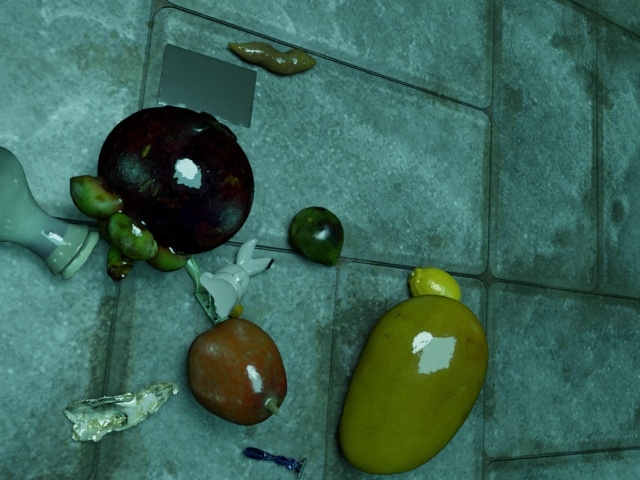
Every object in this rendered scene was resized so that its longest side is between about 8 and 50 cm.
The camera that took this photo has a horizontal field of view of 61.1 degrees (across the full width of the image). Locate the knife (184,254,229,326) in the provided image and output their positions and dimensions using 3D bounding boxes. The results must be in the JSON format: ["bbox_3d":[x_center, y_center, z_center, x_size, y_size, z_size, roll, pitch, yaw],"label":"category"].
[{"bbox_3d":[-0.251,0.100,1.139,0.043,0.020,0.293,-34,102,-30],"label":"knife"}]

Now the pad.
[{"bbox_3d":[-0.246,-0.340,1.199,0.212,0.003,0.142,11,80,-28],"label":"pad"}]

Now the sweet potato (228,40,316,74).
[{"bbox_3d":[-0.109,-0.421,1.257,0.219,0.051,0.065,1,88,-28],"label":"sweet potato"}]

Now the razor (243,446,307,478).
[{"bbox_3d":[-0.103,0.475,1.174,0.155,0.028,0.044,27,72,-25],"label":"razor"}]

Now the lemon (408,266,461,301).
[{"bbox_3d":[0.290,0.127,1.384,0.155,0.114,0.114,41,67,-7],"label":"lemon"}]

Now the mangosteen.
[{"bbox_3d":[-0.271,-0.096,0.997,0.311,0.311,0.311,3,83,-29],"label":"mangosteen"}]

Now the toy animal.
[{"bbox_3d":[-0.168,0.088,1.140,0.127,0.181,0.131,-30,99,14],"label":"toy animal"}]

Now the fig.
[{"bbox_3d":[0.000,0.000,1.253,0.123,0.123,0.156,-53,148,-23],"label":"fig"}]

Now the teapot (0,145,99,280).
[{"bbox_3d":[-0.521,-0.037,0.928,0.251,0.184,0.183,39,67,-34],"label":"teapot"}]

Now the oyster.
[{"bbox_3d":[-0.381,0.323,1.034,0.200,0.061,0.106,6,99,-26],"label":"oyster"}]

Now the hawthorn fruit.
[{"bbox_3d":[-0.144,0.266,1.046,0.200,0.251,0.199,-15,115,-36],"label":"hawthorn fruit"}]

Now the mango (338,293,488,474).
[{"bbox_3d":[0.210,0.335,1.247,0.300,0.232,0.445,35,83,-22],"label":"mango"}]
